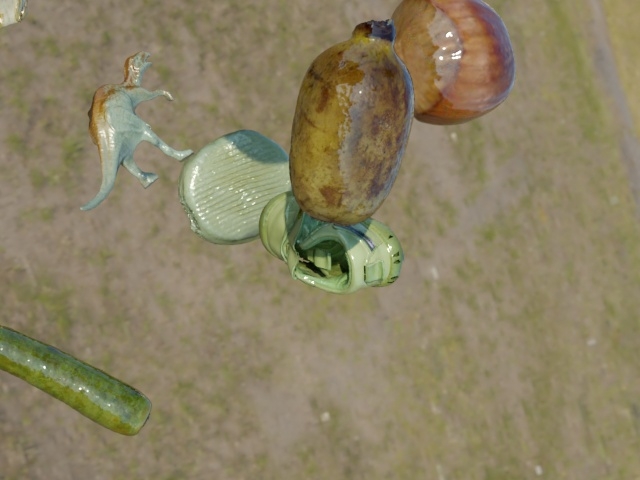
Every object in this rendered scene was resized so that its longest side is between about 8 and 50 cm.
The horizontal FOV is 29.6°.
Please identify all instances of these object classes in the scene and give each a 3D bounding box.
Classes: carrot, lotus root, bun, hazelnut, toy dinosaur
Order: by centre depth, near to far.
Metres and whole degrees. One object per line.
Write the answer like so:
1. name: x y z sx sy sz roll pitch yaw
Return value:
1. lotus root: 0.040 -0.143 1.456 0.145 0.260 0.128 8 18 -23
2. carrot: -0.410 0.182 1.757 0.359 0.074 0.074 29 37 -10
3. hazelnut: 0.192 -0.274 1.790 0.214 0.176 0.214 3 82 -27
4. toy dinosaur: -0.350 -0.172 2.178 0.205 0.092 0.393 43 50 -15
5. bun: -0.151 -0.096 2.187 0.221 0.221 0.108 63 -16 -15

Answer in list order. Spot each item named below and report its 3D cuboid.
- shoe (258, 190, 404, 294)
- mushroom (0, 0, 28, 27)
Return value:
1. shoe: 0.004 -0.002 1.853 0.128 0.262 0.140 -8 113 -57
2. mushroom: -0.445 -0.400 1.458 0.351 0.095 0.122 64 36 -53
